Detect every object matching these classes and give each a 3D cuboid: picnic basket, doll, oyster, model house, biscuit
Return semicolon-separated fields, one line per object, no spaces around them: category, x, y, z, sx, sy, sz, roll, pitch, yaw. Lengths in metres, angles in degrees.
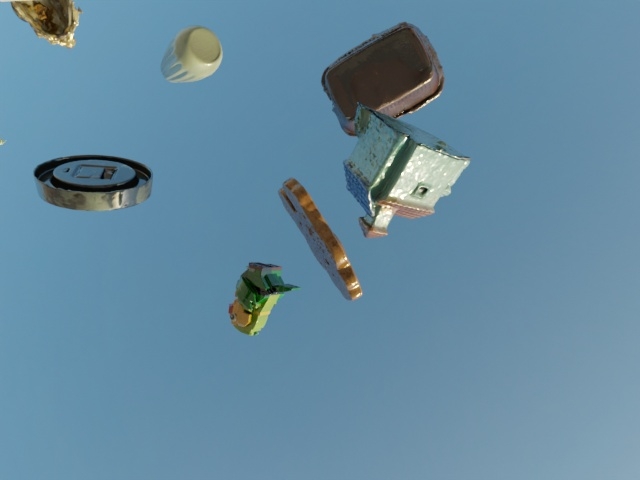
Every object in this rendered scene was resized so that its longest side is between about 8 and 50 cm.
picnic basket;0.148;-0.404;1.130;0.297;0.129;0.222;-26;-87;13
doll;-0.146;0.137;1.080;0.134;0.106;0.186;43;-70;23
oyster;-0.404;-0.359;0.644;0.056;0.177;0.105;-8;-141;36
model house;0.092;-0.076;0.597;0.119;0.148;0.148;50;-60;46
biscuit;0.003;-0.002;0.998;0.044;0.186;0.295;-32;-86;-10

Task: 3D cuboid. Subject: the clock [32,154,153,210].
clock;-0.576;-0.152;1.178;0.281;0.280;0.055;15;-63;12

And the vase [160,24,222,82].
vase;-0.363;-0.491;1.243;0.248;0.128;0.128;3;-95;52

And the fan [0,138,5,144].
fan;-0.558;-0.148;0.600;0.240;0.009;0.131;12;-128;-23
